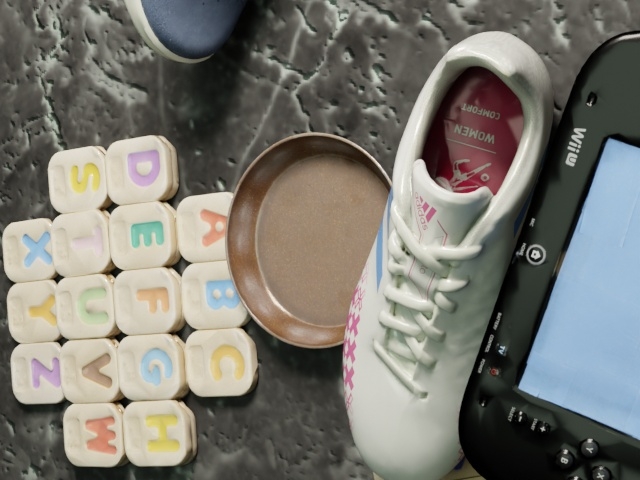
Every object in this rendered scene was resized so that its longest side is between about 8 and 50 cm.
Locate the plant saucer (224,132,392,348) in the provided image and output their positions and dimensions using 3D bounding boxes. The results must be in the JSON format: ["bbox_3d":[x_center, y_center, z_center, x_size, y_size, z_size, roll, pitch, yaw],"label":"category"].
[{"bbox_3d":[0.000,0.000,1.072,0.168,0.029,0.168,1,92,34],"label":"plant saucer"}]

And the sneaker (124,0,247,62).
[{"bbox_3d":[-0.049,-0.300,1.031,0.148,0.131,0.350,22,103,43],"label":"sneaker"}]

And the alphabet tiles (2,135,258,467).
[{"bbox_3d":[-0.176,0.056,1.192,0.278,0.021,0.284,-5,87,33],"label":"alphabet tiles"}]

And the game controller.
[{"bbox_3d":[0.203,0.032,0.873,0.166,0.067,0.319,20,102,11],"label":"game controller"}]

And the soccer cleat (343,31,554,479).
[{"bbox_3d":[0.076,0.016,0.938,0.116,0.143,0.331,14,96,14],"label":"soccer cleat"}]

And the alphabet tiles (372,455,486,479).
[{"bbox_3d":[0.139,0.285,0.997,0.285,0.011,0.342,-17,82,32],"label":"alphabet tiles"}]
